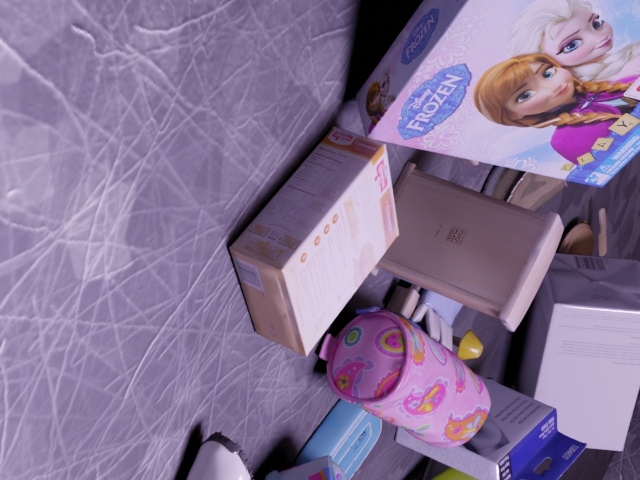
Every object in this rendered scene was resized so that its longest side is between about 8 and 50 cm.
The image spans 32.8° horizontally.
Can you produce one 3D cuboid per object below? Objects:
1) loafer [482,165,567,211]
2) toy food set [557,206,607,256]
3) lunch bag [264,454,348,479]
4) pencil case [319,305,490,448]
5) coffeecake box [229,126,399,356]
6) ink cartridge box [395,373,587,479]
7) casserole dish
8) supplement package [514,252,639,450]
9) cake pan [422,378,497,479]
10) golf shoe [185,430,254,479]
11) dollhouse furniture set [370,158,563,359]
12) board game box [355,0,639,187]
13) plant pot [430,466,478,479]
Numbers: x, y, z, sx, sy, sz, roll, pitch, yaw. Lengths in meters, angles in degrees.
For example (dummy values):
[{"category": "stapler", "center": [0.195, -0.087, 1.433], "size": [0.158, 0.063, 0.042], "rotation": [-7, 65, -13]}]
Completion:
[{"category": "loafer", "center": [0.309, -0.095, 1.567], "size": [0.251, 0.087, 0.094], "rotation": [-61, 152, -13]}, {"category": "toy food set", "center": [0.455, 0.027, 1.985], "size": [0.192, 0.038, 0.132], "rotation": [-40, 136, -30]}, {"category": "lunch bag", "center": [0.021, 0.397, 1.272], "size": [0.108, 0.224, 0.279], "rotation": [-20, 133, 3]}, {"category": "pencil case", "center": [0.111, 0.176, 1.352], "size": [0.284, 0.124, 0.124], "rotation": [35, 79, -54]}, {"category": "coffeecake box", "center": [0.000, 0.000, 1.109], "size": [0.185, 0.068, 0.142], "rotation": [-51, 148, -29]}, {"category": "ink cartridge box", "center": [0.260, 0.285, 1.613], "size": [0.223, 0.224, 0.045], "rotation": [-25, 131, -54]}, {"category": "casserole dish", "center": [0.026, 0.266, 1.387], "size": [0.188, 0.037, 0.114], "rotation": [-49, 148, -33]}, {"category": "supplement package", "center": [0.450, 0.192, 1.877], "size": [0.175, 0.178, 0.293], "rotation": [-85, -179, -61]}, {"category": "cake pan", "center": [0.259, 0.382, 1.867], "size": [0.293, 0.054, 0.293], "rotation": [-40, 141, -41]}, {"category": "golf shoe", "center": [-0.127, 0.290, 1.088], "size": [0.094, 0.077, 0.198], "rotation": [-6, 114, -59]}, {"category": "dollhouse furniture set", "center": [0.225, 0.009, 1.378], "size": [0.286, 0.198, 0.303], "rotation": [-62, 152, -10]}, {"category": "board game box", "center": [0.248, -0.194, 1.081], "size": [0.318, 0.066, 0.318], "rotation": [9, 141, -26]}, {"category": "plant pot", "center": [0.211, 0.511, 1.655], "size": [0.228, 0.207, 0.227], "rotation": [-28, 134, -30]}]
